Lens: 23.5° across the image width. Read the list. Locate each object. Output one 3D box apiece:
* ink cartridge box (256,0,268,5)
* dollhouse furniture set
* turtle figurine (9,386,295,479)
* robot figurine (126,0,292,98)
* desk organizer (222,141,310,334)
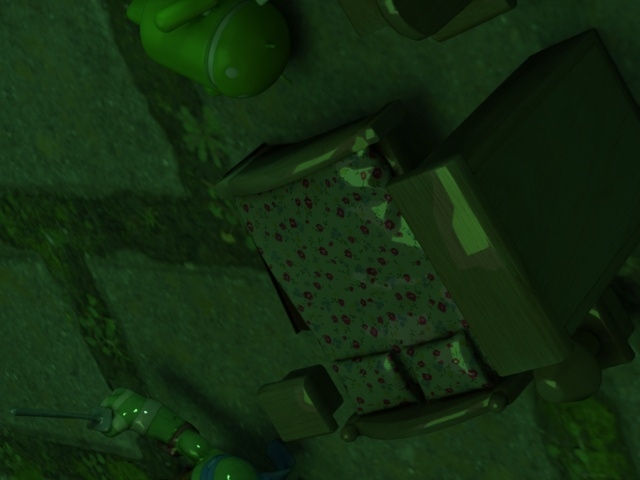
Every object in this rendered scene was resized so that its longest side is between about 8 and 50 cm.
[{"bbox_3d":[-0.039,-0.255,0.834,0.203,0.086,0.148,52,144,-2],"label":"ink cartridge box"},{"bbox_3d":[0.000,0.000,0.898,0.355,0.174,0.303,-20,106,41],"label":"dollhouse furniture set"},{"bbox_3d":[-0.168,0.238,1.289,0.198,0.274,0.266,56,155,16],"label":"turtle figurine"},{"bbox_3d":[-0.068,-0.133,0.986,0.115,0.067,0.101,27,166,26],"label":"robot figurine"},{"bbox_3d":[-0.011,-0.001,1.062,0.050,0.047,0.130,-2,120,44],"label":"desk organizer"}]
